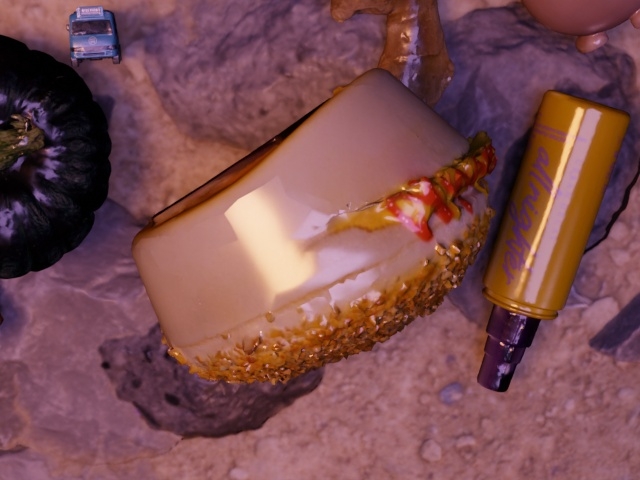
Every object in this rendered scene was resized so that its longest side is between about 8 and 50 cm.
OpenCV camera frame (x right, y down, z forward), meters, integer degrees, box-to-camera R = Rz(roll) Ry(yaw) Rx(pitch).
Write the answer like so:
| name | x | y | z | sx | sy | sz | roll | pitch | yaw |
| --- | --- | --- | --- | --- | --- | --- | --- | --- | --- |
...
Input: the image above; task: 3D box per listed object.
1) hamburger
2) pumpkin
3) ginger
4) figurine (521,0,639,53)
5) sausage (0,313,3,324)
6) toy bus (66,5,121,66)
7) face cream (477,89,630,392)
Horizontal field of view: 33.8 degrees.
| name | x | y | z | sx | sy | sz | roll | pitch | yaw |
| --- | --- | --- | --- | --- | --- | --- | --- | --- | --- |
| hamburger | 0.000 | 0.000 | 0.812 | 0.294 | 0.276 | 0.179 | -32 | 96 | 20 |
| pumpkin | -0.260 | -0.065 | 0.825 | 0.194 | 0.150 | 0.194 | 0 | 88 | 7 |
| ginger | 0.049 | -0.197 | 0.881 | 0.133 | 0.059 | 0.214 | -2 | 107 | -16 |
| figurine | 0.220 | -0.230 | 0.868 | 0.125 | 0.125 | 0.138 | -30 | 94 | 1 |
| sausage | -0.335 | 0.013 | 0.879 | 0.065 | 0.065 | 0.169 | -29 | 107 | 0 |
| toy bus | -0.180 | -0.163 | 0.841 | 0.038 | 0.083 | 0.046 | -5 | 103 | -8 |
| face cream | 0.195 | 0.006 | 0.943 | 0.078 | 0.078 | 0.273 | 14 | 103 | -12 |
